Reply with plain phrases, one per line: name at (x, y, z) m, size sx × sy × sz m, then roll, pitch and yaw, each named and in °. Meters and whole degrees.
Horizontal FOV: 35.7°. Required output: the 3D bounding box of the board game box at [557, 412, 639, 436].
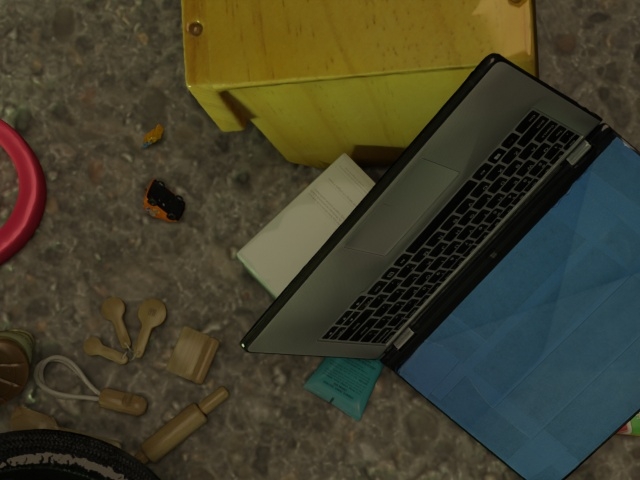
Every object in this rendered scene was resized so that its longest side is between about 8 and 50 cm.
board game box at (0.415, 0.178, 1.206) m, size 0.259 × 0.039 × 0.124 m, roll 5°, pitch 81°, yaw -1°

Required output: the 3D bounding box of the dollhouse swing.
dollhouse swing at (0.064, -0.247, 1.100) m, size 0.346 × 0.305 × 0.315 m, roll -3°, pitch 91°, yaw 16°

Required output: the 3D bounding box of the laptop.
laptop at (0.209, 0.070, 1.033) m, size 0.382 × 0.407 × 0.236 m, roll -50°, pitch 58°, yaw 19°

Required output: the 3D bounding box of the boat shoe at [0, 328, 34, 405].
boat shoe at (-0.477, 0.191, 1.198) m, size 0.285 × 0.089 × 0.105 m, roll -21°, pitch 106°, yaw 0°

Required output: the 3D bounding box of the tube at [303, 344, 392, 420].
tube at (0.064, 0.111, 1.216) m, size 0.080 × 0.052 × 0.207 m, roll 30°, pitch 88°, yaw 8°

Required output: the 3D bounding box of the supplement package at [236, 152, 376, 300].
supplement package at (0.000, 0.000, 1.203) m, size 0.179 × 0.105 × 0.105 m, roll -43°, pitch 84°, yaw -6°

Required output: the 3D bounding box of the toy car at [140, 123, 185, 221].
toy car at (-0.202, -0.080, 1.265) m, size 0.040 × 0.060 × 0.122 m, roll -24°, pitch 56°, yaw 40°

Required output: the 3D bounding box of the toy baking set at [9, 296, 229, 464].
toy baking set at (-0.242, 0.185, 1.218) m, size 0.256 × 0.030 × 0.197 m, roll -43°, pitch 80°, yaw -6°

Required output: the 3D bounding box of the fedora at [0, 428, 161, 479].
fedora at (-0.302, 0.365, 1.123) m, size 0.333 × 0.152 × 0.334 m, roll 0°, pitch 81°, yaw -3°

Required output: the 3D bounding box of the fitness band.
fitness band at (-0.487, -0.037, 1.247) m, size 0.290 × 0.054 × 0.209 m, roll -35°, pitch 84°, yaw -4°
